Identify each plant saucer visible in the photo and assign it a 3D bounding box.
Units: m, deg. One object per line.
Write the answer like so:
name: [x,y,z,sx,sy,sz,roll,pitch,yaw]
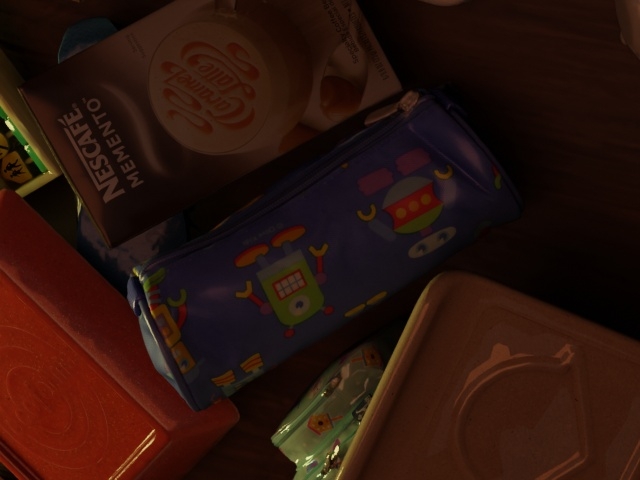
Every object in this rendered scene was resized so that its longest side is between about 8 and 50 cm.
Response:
plant saucer: [-0.221,0.120,1.461,0.259,0.048,0.258,45,137,2]

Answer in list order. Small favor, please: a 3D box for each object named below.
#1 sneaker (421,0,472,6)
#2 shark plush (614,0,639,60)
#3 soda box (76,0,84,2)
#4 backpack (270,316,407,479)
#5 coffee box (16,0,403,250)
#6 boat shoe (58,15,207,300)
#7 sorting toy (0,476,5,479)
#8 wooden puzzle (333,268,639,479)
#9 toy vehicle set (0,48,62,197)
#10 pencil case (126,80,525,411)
sneaker: [0.001,-0.273,1.298,0.297,0.129,0.111,40,110,2]
shark plush: [0.255,-0.161,1.294,0.067,0.073,0.161,-18,95,-10]
soda box: [-0.253,-0.244,1.418,0.181,0.061,0.058,20,109,11]
backpack: [0.045,0.159,1.382,0.144,0.166,0.188,35,108,8]
coffee box: [-0.083,-0.110,1.331,0.246,0.098,0.141,-30,95,-6]
boat shoe: [-0.145,-0.051,1.429,0.109,0.089,0.258,-2,99,4]
sorting toy: [-0.297,0.304,1.599,0.208,0.038,0.193,37,112,0]
wooden puzzle: [0.170,0.209,1.262,0.348,0.080,0.322,21,108,-9]
toy vehicle set: [-0.336,-0.134,1.449,0.166,0.035,0.267,-28,105,33]
pencil case: [0.000,0.000,1.323,0.306,0.119,0.133,-32,117,-3]
